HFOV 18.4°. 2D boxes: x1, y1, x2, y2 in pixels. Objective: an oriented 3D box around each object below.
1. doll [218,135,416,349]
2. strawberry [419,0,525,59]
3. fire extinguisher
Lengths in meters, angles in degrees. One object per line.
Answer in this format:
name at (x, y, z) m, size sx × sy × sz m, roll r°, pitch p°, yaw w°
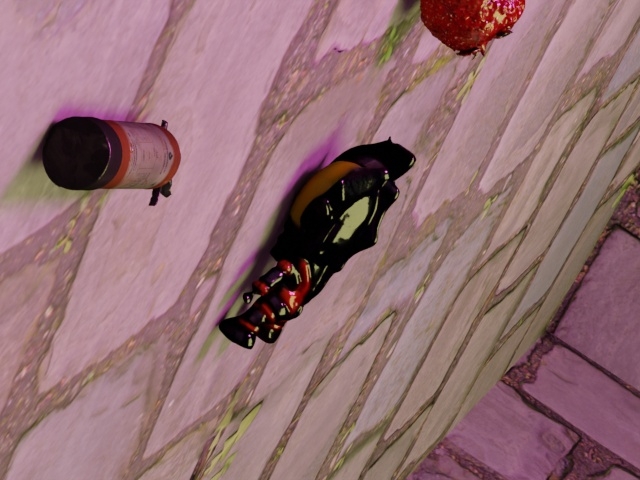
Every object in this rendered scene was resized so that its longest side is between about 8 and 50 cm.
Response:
doll at (-0.003, -0.002, 1.888) m, size 0.248 × 0.088 × 0.127 m, roll -51°, pitch -170°, yaw 21°
strawberry at (0.137, -0.226, 1.810) m, size 0.106 × 0.106 × 0.106 m, roll -52°, pitch 166°, yaw -18°
fire extinguisher at (-0.133, -0.054, 1.344) m, size 0.177 × 0.050 × 0.062 m, roll -3°, pitch 99°, yaw -73°
